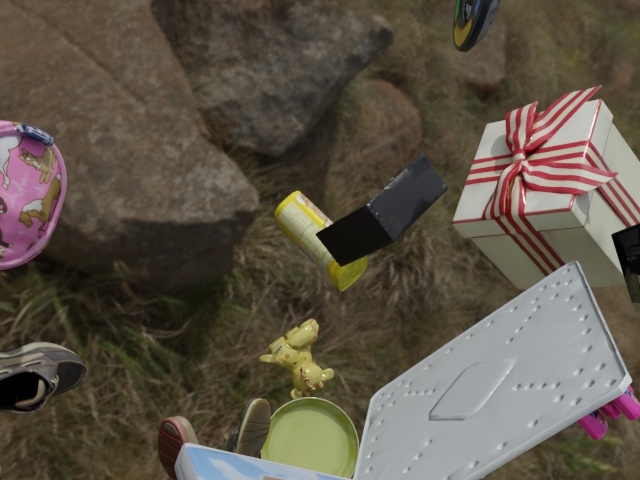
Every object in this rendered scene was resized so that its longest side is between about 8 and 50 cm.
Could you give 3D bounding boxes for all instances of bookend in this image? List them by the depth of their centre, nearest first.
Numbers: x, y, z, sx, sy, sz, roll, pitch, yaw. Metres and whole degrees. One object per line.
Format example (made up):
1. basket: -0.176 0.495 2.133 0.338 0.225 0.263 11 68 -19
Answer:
1. bookend: 0.098 -0.047 1.267 0.157 0.156 0.072 -42 97 -33

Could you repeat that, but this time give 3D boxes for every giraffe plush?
1. giraffe plush: -0.053 0.348 2.235 0.171 0.181 0.210 56 25 -2

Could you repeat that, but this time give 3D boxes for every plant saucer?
1. plant saucer: -0.027 0.504 1.909 0.240 0.037 0.241 3 73 -9

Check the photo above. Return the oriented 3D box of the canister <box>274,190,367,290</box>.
1. canister: 0.000 0.000 1.415 0.073 0.126 0.170 -43 74 -10

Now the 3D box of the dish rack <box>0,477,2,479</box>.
1. dish rack: -0.621 0.473 1.363 0.074 0.272 0.208 8 15 -40

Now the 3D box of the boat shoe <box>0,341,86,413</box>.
1. boat shoe: -0.596 0.291 1.566 0.130 0.132 0.355 33 12 26

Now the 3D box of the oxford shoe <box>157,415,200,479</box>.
1. oxford shoe: -0.290 0.533 1.861 0.130 0.123 0.348 -33 130 -36

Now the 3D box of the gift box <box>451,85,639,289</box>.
1. gift box: 0.406 -0.086 1.321 0.258 0.276 0.255 40 55 -32

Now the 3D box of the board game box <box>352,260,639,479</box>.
1. board game box: 0.211 0.213 1.036 0.050 0.390 0.390 50 18 -7

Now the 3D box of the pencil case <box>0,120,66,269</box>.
1. pencil case: -0.465 -0.094 0.868 0.160 0.386 0.167 -23 126 -57

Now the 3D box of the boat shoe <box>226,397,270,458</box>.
1. boat shoe: -0.115 0.303 1.168 0.056 0.049 0.152 12 93 -46

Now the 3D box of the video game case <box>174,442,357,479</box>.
1. video game case: 0.034 0.187 0.445 0.212 0.023 0.193 19 6 -23

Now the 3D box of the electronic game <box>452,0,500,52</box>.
1. electronic game: 0.240 -0.401 1.191 0.048 0.229 0.229 10 49 -3

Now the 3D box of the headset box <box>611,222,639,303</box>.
1. headset box: 0.554 -0.005 1.011 0.218 0.293 0.110 19 56 -79
